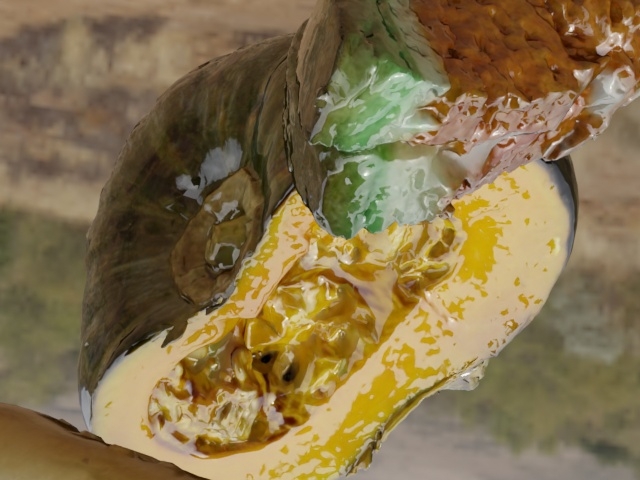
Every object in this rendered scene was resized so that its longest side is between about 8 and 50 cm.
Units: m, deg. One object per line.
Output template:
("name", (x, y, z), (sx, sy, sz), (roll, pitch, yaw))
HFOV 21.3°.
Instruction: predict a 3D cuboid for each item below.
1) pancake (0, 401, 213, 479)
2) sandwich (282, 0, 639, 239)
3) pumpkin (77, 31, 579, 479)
("pancake", (-0.018, 0.173, 0.674), (0.387, 0.082, 0.387), (26, 158, 11))
("sandwich", (0.065, -0.069, 0.738), (0.160, 0.184, 0.109), (9, 123, -1))
("pumpkin", (0.000, 0.000, 1.032), (0.325, 0.232, 0.242), (-40, 123, 17))
